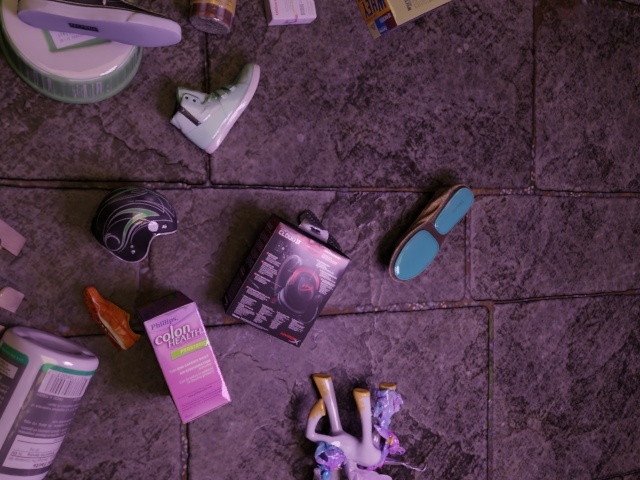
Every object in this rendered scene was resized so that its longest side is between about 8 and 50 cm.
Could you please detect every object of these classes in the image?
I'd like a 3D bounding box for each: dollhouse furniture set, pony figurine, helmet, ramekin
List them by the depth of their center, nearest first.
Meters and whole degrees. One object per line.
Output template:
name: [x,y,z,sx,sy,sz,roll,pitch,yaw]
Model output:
dollhouse furniture set: [-0.722,0.061,1.125,0.212,0.161,0.242,21,71,1]
ramekin: [-0.537,-0.462,1.227,0.304,0.148,0.303,-1,92,-23]
helmet: [-0.418,-0.046,1.285,0.169,0.169,0.161,37,95,-19]
pony figurine: [0.111,0.561,1.494,0.351,0.303,0.363,5,94,9]

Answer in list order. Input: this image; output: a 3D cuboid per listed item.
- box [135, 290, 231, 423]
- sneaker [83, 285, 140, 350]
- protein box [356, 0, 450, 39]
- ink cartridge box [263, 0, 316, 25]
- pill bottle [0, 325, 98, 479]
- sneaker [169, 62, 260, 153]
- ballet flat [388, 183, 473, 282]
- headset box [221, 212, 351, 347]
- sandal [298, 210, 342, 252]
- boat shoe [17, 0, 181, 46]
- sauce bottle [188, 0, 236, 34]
box: [-0.321,0.259,1.306,0.117,0.214,0.242,-22,100,-20]
sneaker: [-0.491,0.175,1.325,0.067,0.064,0.175,-43,113,-36]
protein box: [0.212,-0.692,1.536,0.201,0.136,0.199,-31,104,-19]
ink cartridge box: [-0.082,-0.611,1.463,0.123,0.052,0.088,-12,96,-23]
pill bottle: [-0.637,0.381,1.184,0.204,0.204,0.360,27,81,-21]
sneaker: [-0.259,-0.357,1.371,0.151,0.094,0.255,34,81,-26]
ballet flat: [0.298,-0.024,1.609,0.123,0.123,0.348,44,79,-18]
headset box: [-0.079,0.088,1.421,0.218,0.110,0.293,28,96,-21]
sandal: [0.000,0.000,1.530,0.067,0.040,0.179,-32,89,-24]
boat shoe: [-0.433,-0.465,1.131,0.307,0.113,0.104,5,84,-7]
sauce bottle: [-0.243,-0.682,1.365,0.112,0.111,0.344,9,87,-23]
